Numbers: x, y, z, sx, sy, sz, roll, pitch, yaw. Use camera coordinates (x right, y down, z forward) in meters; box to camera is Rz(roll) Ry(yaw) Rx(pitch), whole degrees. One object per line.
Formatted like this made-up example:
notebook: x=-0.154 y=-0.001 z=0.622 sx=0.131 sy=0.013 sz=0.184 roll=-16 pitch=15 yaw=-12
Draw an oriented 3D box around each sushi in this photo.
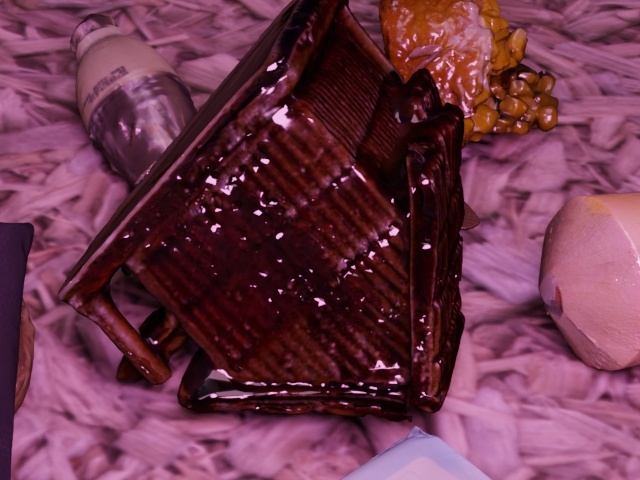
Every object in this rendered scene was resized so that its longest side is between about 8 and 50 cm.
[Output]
sushi: x=0.145 y=-0.203 z=1.581 sx=0.179 sy=0.166 sz=0.296 roll=-3 pitch=26 yaw=6

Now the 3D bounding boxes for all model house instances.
model house: x=0.000 y=0.000 z=1.286 sx=0.282 sy=0.297 sz=0.317 roll=41 pitch=22 yaw=-10

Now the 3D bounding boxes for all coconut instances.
coconut: x=0.251 y=0.033 z=1.307 sx=0.153 sy=0.147 sz=0.147 roll=-7 pitch=41 yaw=-21

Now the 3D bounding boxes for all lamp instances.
lamp: x=-0.162 y=-0.113 z=1.448 sx=0.101 sy=0.101 sz=0.250 roll=-16 pitch=57 yaw=-29

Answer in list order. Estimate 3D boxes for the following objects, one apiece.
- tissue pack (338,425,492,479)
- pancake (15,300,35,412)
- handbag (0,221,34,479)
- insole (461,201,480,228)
tissue pack: x=0.034 y=0.251 z=1.038 sx=0.263 sy=0.089 sz=0.177 roll=-29 pitch=51 yaw=-35
pancake: x=-0.334 y=0.084 z=1.205 sx=0.242 sy=0.050 sz=0.241 roll=4 pitch=47 yaw=-4
handbag: x=-0.315 y=0.085 z=1.119 sx=0.211 sy=0.088 sz=0.254 roll=5 pitch=57 yaw=-11
insole: x=0.097 y=-0.048 z=1.490 sx=0.045 sy=0.002 sz=0.135 roll=-22 pitch=48 yaw=-34
